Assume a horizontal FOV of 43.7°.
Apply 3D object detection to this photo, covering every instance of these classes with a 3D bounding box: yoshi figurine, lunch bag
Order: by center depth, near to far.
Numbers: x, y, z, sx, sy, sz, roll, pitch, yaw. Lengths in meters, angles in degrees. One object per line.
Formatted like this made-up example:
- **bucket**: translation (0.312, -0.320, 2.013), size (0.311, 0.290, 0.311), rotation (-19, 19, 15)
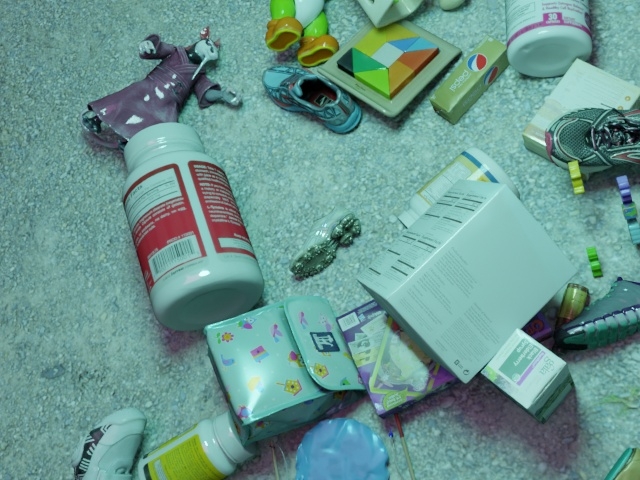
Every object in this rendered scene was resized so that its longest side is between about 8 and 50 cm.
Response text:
- **lunch bag**: translation (-0.063, 0.235, 1.517), size (0.262, 0.160, 0.223), rotation (-18, 59, -14)
- **yoshi figurine**: translation (-0.016, -0.594, 1.802), size (0.203, 0.203, 0.362), rotation (1, 68, 5)

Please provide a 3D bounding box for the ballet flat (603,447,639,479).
- **ballet flat**: translation (0.459, 0.440, 1.288), size (0.073, 0.080, 0.232), rotation (42, 91, 13)

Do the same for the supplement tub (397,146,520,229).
- **supplement tub**: translation (0.260, -0.064, 1.511), size (0.200, 0.144, 0.144), rotation (-42, 62, 3)

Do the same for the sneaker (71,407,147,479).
- **sneaker**: translation (-0.411, 0.525, 1.568), size (0.210, 0.137, 0.365), rotation (33, 90, 27)

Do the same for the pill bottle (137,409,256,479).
- **pill bottle**: translation (-0.236, 0.421, 1.542), size (0.209, 0.119, 0.119), rotation (-32, 63, 8)

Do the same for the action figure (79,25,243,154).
- **action figure**: translation (-0.357, -0.345, 1.876), size (0.370, 0.248, 0.276), rotation (-51, 18, -16)

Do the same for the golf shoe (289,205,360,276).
- **golf shoe**: translation (0.000, 0.000, 1.647), size (0.176, 0.069, 0.086), rotation (-40, 42, 0)

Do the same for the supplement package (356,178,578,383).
- **supplement package**: translation (0.239, 0.058, 1.343), size (0.263, 0.198, 0.199), rotation (-44, 104, -4)

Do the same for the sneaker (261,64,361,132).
- **sneaker**: translation (-0.030, -0.335, 1.735), size (0.262, 0.125, 0.104), rotation (28, 83, 27)

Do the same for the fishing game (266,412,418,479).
- **fishing game**: translation (0.042, 0.424, 1.478), size (0.264, 0.041, 0.189), rotation (-18, 73, 8)

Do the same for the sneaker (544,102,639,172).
- **sneaker**: translation (0.545, -0.190, 1.404), size (0.299, 0.112, 0.120), rotation (-5, 87, -1)

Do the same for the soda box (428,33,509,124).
- **soda box**: translation (0.307, -0.329, 1.636), size (0.181, 0.061, 0.058), rotation (-48, 62, -1)

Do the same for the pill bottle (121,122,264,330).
- **pill bottle**: translation (-0.281, -0.037, 1.667), size (0.229, 0.229, 0.407), rotation (-27, 63, 10)

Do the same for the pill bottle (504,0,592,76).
- **pill bottle**: translation (0.447, -0.485, 1.582), size (0.160, 0.160, 0.283), rotation (-5, 69, 20)

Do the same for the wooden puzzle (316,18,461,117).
- **wooden puzzle**: translation (0.144, -0.388, 1.697), size (0.239, 0.044, 0.221), rotation (-43, 60, -17)

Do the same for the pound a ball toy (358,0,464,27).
- **pound a ball toy**: translation (0.141, -0.592, 1.713), size (0.208, 0.136, 0.319), rotation (-29, 82, -30)

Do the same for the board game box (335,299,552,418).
- **board game box**: translation (0.223, 0.161, 1.480), size (0.347, 0.056, 0.208), rotation (-26, 59, 4)

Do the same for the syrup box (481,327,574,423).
- **syrup box**: translation (0.347, 0.228, 1.316), size (0.096, 0.237, 0.093), rotation (38, 89, 28)

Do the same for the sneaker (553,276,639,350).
- **sneaker**: translation (0.503, 0.120, 1.388), size (0.224, 0.083, 0.098), rotation (-15, 54, 0)

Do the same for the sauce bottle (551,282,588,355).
- **sauce bottle**: translation (0.442, 0.141, 1.422), size (0.042, 0.042, 0.128), rotation (16, 81, 26)

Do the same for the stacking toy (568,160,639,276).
- **stacking toy**: translation (0.539, -0.052, 1.393), size (0.167, 0.052, 0.221), rotation (-13, 112, 18)

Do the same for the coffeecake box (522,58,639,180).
- **coffeecake box**: translation (0.498, -0.231, 1.520), size (0.142, 0.068, 0.185), rotation (35, 86, 26)
